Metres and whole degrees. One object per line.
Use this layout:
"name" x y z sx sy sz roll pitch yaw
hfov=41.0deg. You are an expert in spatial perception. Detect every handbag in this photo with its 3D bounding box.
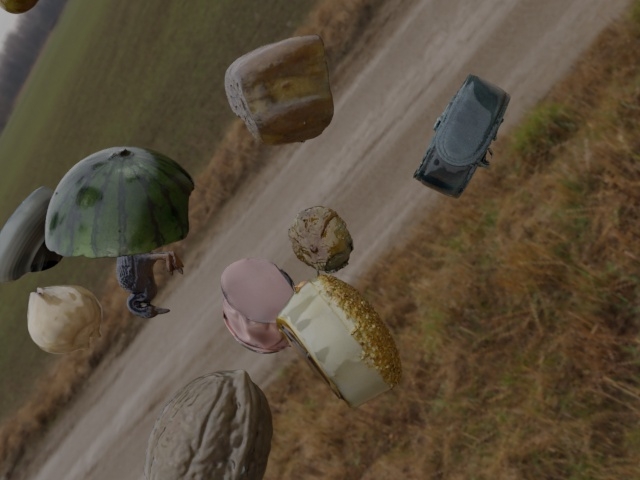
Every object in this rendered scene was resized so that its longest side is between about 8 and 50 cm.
"handbag" -0.138 0.148 1.959 0.205 0.179 0.116 52 145 29

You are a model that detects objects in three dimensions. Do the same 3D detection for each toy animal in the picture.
"toy animal" -0.512 0.076 2.498 0.186 0.298 0.122 -21 5 13

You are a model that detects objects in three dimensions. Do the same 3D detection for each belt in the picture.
"belt" 0.250 -0.176 1.499 0.206 0.116 0.267 -64 -3 31

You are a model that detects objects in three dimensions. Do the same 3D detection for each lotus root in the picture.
"lotus root" -0.131 -0.395 2.349 0.316 0.250 0.316 40 139 47

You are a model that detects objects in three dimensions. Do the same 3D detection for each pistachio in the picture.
"pistachio" -0.697 0.203 2.298 0.193 0.214 0.318 -47 26 -19

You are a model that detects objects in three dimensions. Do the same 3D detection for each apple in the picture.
"apple" -0.646 -0.539 1.816 0.114 0.099 0.102 -79 -15 -44

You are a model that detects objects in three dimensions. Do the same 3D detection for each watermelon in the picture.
"watermelon" -0.407 -0.098 1.734 0.331 0.331 0.189 -138 44 -68

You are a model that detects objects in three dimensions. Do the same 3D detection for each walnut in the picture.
"walnut" -0.155 0.289 1.216 0.230 0.178 0.178 -66 21 2

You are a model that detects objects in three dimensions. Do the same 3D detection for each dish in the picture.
"dish" -0.714 0.009 2.177 0.273 0.134 0.273 -59 4 6

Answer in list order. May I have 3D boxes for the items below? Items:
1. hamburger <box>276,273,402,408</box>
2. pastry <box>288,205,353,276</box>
"hamburger" 0.045 0.194 1.725 0.179 0.276 0.294 -40 35 -8
"pastry" 0.002 -0.003 1.809 0.081 0.153 0.153 -27 -2 -36
